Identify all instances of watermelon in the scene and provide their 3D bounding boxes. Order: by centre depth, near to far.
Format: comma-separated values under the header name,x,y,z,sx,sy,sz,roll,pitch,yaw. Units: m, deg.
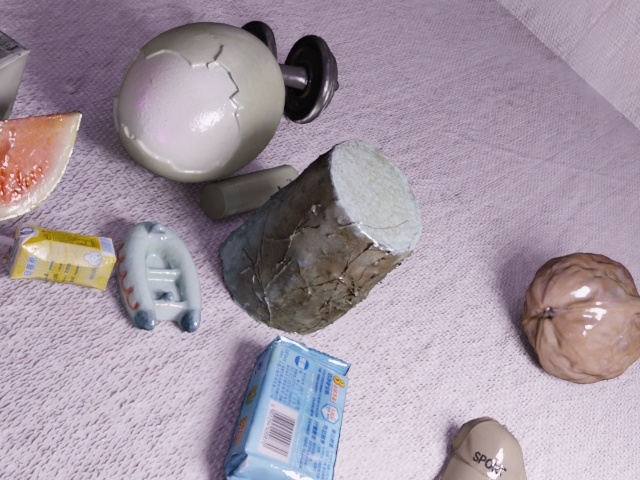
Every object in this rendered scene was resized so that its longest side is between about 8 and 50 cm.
name,x,y,z,sx,sy,sz,roll,pitch,yaw
watermelon,-0.522,-0.121,1.452,0.128,0.159,0.303,25,29,38

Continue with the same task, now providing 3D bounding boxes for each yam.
name,x,y,z,sx,sy,sz,roll,pitch,yaw
yam,0.000,0.000,1.583,0.241,0.348,0.241,19,52,-27

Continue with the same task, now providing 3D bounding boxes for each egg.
name,x,y,z,sx,sy,sz,roll,pitch,yaw
egg,-0.216,-0.238,1.678,0.278,0.278,0.336,36,35,-1

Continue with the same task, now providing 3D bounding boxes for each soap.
name,x,y,z,sx,sy,sz,roll,pitch,yaw
soap,-0.046,0.280,1.434,0.156,0.077,0.293,29,39,-11

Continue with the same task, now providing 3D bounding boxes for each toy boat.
name,x,y,z,sx,sy,sz,roll,pitch,yaw
toy boat,-0.254,0.052,1.514,0.134,0.079,0.208,5,49,-31

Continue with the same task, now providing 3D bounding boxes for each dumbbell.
name,x,y,z,sx,sy,sz,roll,pitch,yaw
dumbbell,-0.087,-0.345,1.969,0.290,0.192,0.192,6,47,-33

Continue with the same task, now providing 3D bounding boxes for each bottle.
name,x,y,z,sx,sy,sz,roll,pitch,yaw
bottle,-0.127,-0.090,1.764,0.201,0.072,0.072,-19,63,-47

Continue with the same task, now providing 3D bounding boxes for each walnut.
name,x,y,z,sx,sy,sz,roll,pitch,yaw
walnut,0.528,0.151,1.896,0.273,0.227,0.273,26,34,-20

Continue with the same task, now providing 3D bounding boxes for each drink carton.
name,x,y,z,sx,sy,sz,roll,pitch,yaw
drink carton,-0.412,0.020,1.420,0.200,0.084,0.074,10,35,-29

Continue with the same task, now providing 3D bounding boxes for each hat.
name,x,y,z,sx,sy,sz,roll,pitch,yaw
hat,0.268,0.368,1.541,0.147,0.085,0.175,27,30,18

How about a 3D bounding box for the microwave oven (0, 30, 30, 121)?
name,x,y,z,sx,sy,sz,roll,pitch,yaw
microwave oven,-0.609,-0.292,1.507,0.240,0.194,0.145,35,36,2
